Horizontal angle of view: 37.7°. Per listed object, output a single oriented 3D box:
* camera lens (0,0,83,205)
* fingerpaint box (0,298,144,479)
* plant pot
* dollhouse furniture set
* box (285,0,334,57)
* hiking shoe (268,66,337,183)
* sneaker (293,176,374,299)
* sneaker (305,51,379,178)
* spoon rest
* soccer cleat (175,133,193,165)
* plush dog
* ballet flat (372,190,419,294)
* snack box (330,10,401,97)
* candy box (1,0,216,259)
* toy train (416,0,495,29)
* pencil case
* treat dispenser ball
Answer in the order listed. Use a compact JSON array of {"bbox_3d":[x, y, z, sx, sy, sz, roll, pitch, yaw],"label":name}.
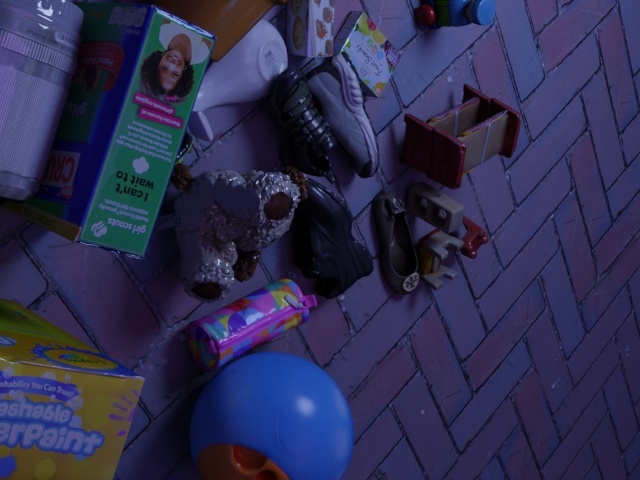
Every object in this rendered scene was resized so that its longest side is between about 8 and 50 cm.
[{"bbox_3d":[-0.436,-0.193,1.190,0.219,0.219,0.274,18,90,-45],"label":"camera lens"},{"bbox_3d":[-0.506,0.155,1.124,0.444,0.371,0.163,19,89,-46],"label":"fingerpaint box"},{"bbox_3d":[-0.160,-0.385,1.431,0.205,0.205,0.188,28,99,-45],"label":"plant pot"},{"bbox_3d":[0.276,-0.110,1.980,0.201,0.152,0.374,-28,138,-36],"label":"dollhouse furniture set"},{"bbox_3d":[-0.015,-0.481,1.617,0.063,0.067,0.324,-11,111,-41],"label":"box"},{"bbox_3d":[-0.017,-0.203,1.636,0.086,0.114,0.227,-48,147,-29],"label":"hiking shoe"},{"bbox_3d":[0.000,0.000,1.754,0.130,0.109,0.286,-43,127,-18],"label":"sneaker"},{"bbox_3d":[0.040,-0.223,1.741,0.108,0.100,0.271,-22,132,1],"label":"sneaker"},{"bbox_3d":[-0.145,-0.267,1.562,0.276,0.084,0.137,-52,134,-37],"label":"spoon rest"},{"bbox_3d":[-0.276,-0.127,1.481,0.179,0.060,0.072,-42,115,-26],"label":"soccer cleat"},{"bbox_3d":[-0.136,-0.042,1.585,0.262,0.210,0.225,-50,153,17],"label":"plush dog"},{"bbox_3d":[0.165,0.011,1.942,0.084,0.058,0.250,-33,123,-32],"label":"ballet flat"},{"bbox_3d":[0.084,-0.350,1.770,0.141,0.037,0.100,38,77,-43],"label":"snack box"},{"bbox_3d":[-0.304,-0.159,1.293,0.122,0.268,0.317,16,91,-43],"label":"candy box"},{"bbox_3d":[0.259,-0.533,1.806,0.105,0.143,0.248,-29,121,-35],"label":"toy train"},{"bbox_3d":[-0.125,0.145,1.678,0.236,0.104,0.104,-26,119,-35],"label":"pencil case"},{"bbox_3d":[-0.085,0.340,1.639,0.288,0.288,0.288,-15,112,-40],"label":"treat dispenser ball"}]
